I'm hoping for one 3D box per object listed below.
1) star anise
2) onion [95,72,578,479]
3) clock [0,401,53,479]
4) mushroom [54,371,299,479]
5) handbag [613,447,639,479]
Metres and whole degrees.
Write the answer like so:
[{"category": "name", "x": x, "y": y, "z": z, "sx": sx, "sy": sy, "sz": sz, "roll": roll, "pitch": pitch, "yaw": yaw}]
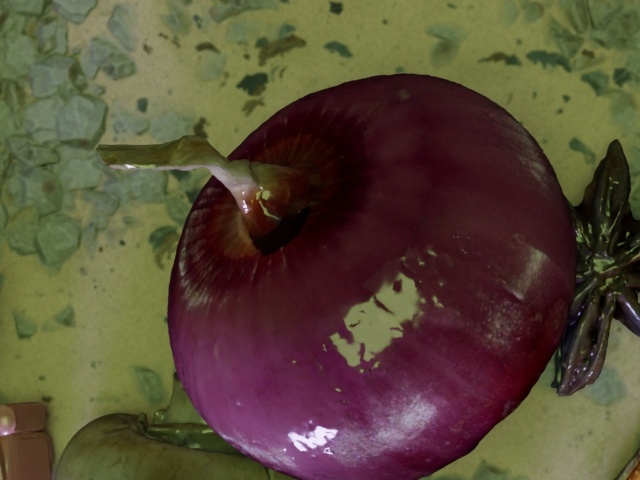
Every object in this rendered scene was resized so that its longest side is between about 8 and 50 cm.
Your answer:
[{"category": "star anise", "x": 0.239, "y": 0.027, "z": 1.239, "sx": 0.229, "sy": 0.093, "sz": 0.236, "roll": -1, "pitch": 93, "yaw": 1}, {"category": "onion", "x": 0.032, "y": 0.016, "z": 1.117, "sx": 0.358, "sy": 0.345, "sz": 0.358, "roll": -5, "pitch": 59, "yaw": 9}, {"category": "clock", "x": -0.340, "y": 0.229, "z": 1.306, "sx": 0.162, "sy": 0.093, "sz": 0.165, "roll": -6, "pitch": 85, "yaw": 16}, {"category": "mushroom", "x": -0.117, "y": 0.224, "z": 1.226, "sx": 0.254, "sy": 0.189, "sz": 0.195, "roll": 13, "pitch": 94, "yaw": 4}, {"category": "handbag", "x": 0.481, "y": 0.258, "z": 1.191, "sx": 0.410, "sy": 0.116, "sz": 0.303, "roll": 37, "pitch": 93, "yaw": 6}]
